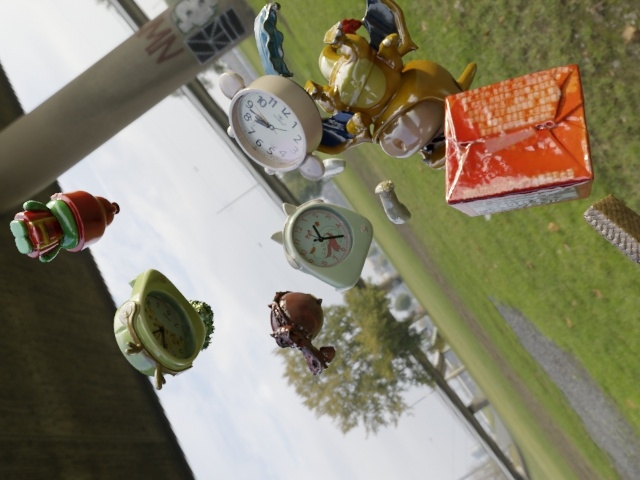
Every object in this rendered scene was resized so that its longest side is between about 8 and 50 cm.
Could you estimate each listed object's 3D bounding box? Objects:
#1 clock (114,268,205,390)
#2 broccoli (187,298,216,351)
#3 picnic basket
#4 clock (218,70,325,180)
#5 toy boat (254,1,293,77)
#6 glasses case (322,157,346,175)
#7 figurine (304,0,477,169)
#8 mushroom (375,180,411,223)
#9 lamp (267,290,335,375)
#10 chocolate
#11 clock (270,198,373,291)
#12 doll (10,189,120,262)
[{"bbox_3d":[-0.393,0.221,1.412,0.235,0.096,0.308,56,-166,-21],"label":"clock"},{"bbox_3d":[-0.436,0.292,1.925,0.194,0.219,0.194,32,-157,-15],"label":"broccoli"},{"bbox_3d":[0.747,-0.032,1.446,0.193,0.110,0.054,49,148,26],"label":"picnic basket"},{"bbox_3d":[-0.073,-0.191,0.972,0.229,0.063,0.156,45,142,-5],"label":"clock"},{"bbox_3d":[-0.112,-0.494,1.476,0.075,0.077,0.185,-28,-75,-61],"label":"toy boat"},{"bbox_3d":[0.034,-0.252,2.062,0.197,0.076,0.049,165,107,-76],"label":"glasses case"},{"bbox_3d":[0.169,-0.366,1.379,0.387,0.400,0.268,19,-177,-18],"label":"figurine"},{"bbox_3d":[0.266,-0.139,2.184,0.081,0.092,0.223,5,155,32],"label":"mushroom"},{"bbox_3d":[-0.059,0.242,1.615,0.215,0.151,0.223,36,-135,-21],"label":"lamp"},{"bbox_3d":[0.343,-0.164,1.036,0.108,0.238,0.234,43,-135,-52],"label":"chocolate"},{"bbox_3d":[0.000,0.000,1.954,0.324,0.265,0.108,25,160,-9],"label":"clock"},{"bbox_3d":[-0.745,-0.061,1.792,0.363,0.160,0.182,-34,-68,-60],"label":"doll"}]
